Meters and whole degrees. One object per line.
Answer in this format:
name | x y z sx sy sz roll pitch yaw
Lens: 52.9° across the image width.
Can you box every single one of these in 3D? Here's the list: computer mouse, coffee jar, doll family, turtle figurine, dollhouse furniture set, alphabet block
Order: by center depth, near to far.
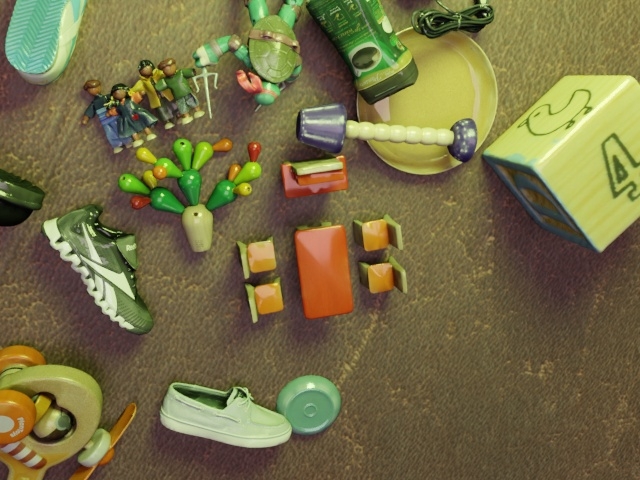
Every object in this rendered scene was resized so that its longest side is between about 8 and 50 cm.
turtle figurine | -0.080 -0.278 0.932 0.175 0.118 0.234 13 84 -44
coffee jar | 0.065 -0.294 0.938 0.096 0.079 0.184 -20 117 31
doll family | -0.269 -0.207 0.950 0.193 0.076 0.111 -26 112 0
computer mouse | 0.196 -0.436 0.959 0.184 0.060 0.262 -12 91 -36
dollhouse furniture set | 0.000 0.000 1.017 0.262 0.135 0.259 -10 105 -8
alphabet block | 0.421 -0.129 1.035 0.197 0.192 0.193 -44 109 2

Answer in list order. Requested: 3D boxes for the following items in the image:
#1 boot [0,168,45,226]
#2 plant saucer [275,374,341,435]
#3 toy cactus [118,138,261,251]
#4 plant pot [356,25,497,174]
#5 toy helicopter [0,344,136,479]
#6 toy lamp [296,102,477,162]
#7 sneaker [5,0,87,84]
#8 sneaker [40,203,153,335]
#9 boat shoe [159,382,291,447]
boot | -0.586 -0.004 0.909 0.348 0.131 0.260 14 94 -2
plant saucer | -0.019 0.300 1.149 0.119 0.021 0.119 -3 104 -10
toy cactus | -0.192 -0.067 0.993 0.219 0.112 0.180 -12 116 -16
plant pot | 0.171 -0.226 1.046 0.236 0.032 0.236 -2 104 -10
toy helicopter | -0.452 0.353 1.050 0.235 0.140 0.355 17 111 -23
toy lamp | 0.100 -0.166 0.993 0.275 0.080 0.080 4 103 -14
sneaker | -0.372 -0.328 0.898 0.087 0.092 0.228 20 80 -12
sneaker | -0.319 0.042 1.000 0.106 0.078 0.234 -34 105 2
boat shoe | -0.155 0.290 1.092 0.228 0.079 0.081 12 106 -10
